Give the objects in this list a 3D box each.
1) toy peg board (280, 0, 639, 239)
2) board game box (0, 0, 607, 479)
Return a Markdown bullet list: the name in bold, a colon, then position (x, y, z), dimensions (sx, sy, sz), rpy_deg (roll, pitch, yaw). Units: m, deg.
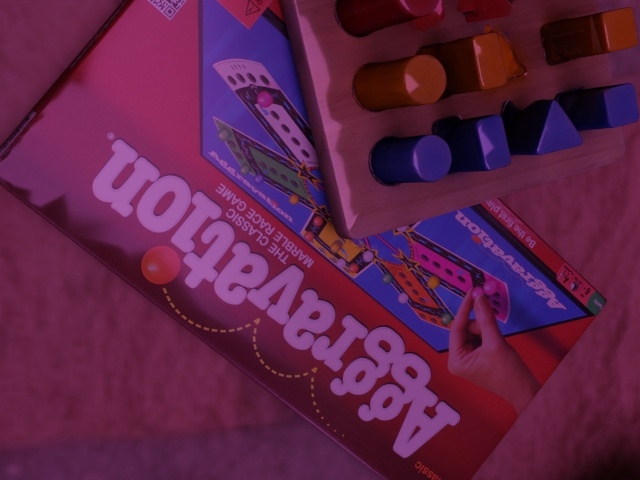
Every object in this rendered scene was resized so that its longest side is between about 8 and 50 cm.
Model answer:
- **toy peg board**: position (0.075, -0.096, 0.510), dimensions (0.161, 0.079, 0.161), rpy_deg (-17, 98, -23)
- **board game box**: position (0.000, 0.000, 0.548), dimensions (0.281, 0.027, 0.145), rpy_deg (40, 86, -20)
